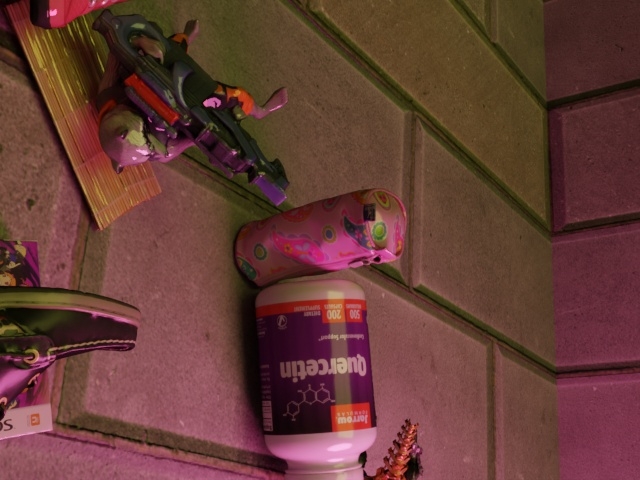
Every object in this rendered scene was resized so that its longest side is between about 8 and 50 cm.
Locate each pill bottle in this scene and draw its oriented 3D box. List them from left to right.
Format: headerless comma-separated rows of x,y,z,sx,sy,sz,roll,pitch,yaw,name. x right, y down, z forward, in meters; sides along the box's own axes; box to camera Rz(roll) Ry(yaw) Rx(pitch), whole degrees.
-0.005,0.230,1.424,0.181,0.182,0.322,9,74,-56,pill bottle

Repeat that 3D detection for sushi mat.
-0.317,-0.184,1.216,0.151,0.019,0.316,-40,115,-54,sushi mat

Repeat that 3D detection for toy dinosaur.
0.103,0.422,1.481,0.164,0.322,0.218,37,30,-12,toy dinosaur

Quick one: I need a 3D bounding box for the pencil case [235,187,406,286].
0.000,0.000,1.404,0.124,0.284,0.124,20,64,-49,pencil case

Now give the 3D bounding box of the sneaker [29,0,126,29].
-0.274,-0.351,1.132,0.314,0.136,0.116,-82,-177,-58,sneaker

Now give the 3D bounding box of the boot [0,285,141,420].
-0.344,0.190,0.881,0.377,0.138,0.284,5,76,-48,boot

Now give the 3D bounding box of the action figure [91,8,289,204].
-0.180,-0.166,1.261,0.341,0.178,0.330,49,36,-1,action figure

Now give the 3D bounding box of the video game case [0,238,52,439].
-0.400,0.112,0.984,0.210,0.042,0.232,4,78,-56,video game case
